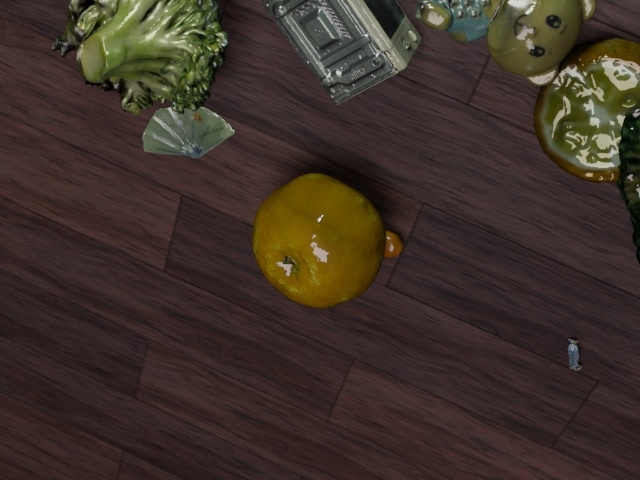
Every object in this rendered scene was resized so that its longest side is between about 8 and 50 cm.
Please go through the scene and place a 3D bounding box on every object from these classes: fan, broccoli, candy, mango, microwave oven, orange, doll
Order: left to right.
[{"bbox_3d":[-0.335,-0.398,1.893,0.334,0.272,0.324,-9,82,36],"label":"broccoli"},{"bbox_3d":[-0.292,-0.229,2.134,0.240,0.009,0.131,-9,119,29],"label":"fan"},{"bbox_3d":[0.000,0.000,2.029,0.279,0.235,0.279,19,128,27],"label":"orange"},{"bbox_3d":[0.032,-0.390,1.783,0.194,0.145,0.240,-25,113,32],"label":"microwave oven"},{"bbox_3d":[0.131,0.002,2.106,0.089,0.046,0.060,31,130,15],"label":"mango"},{"bbox_3d":[0.306,-0.381,1.658,0.261,0.161,0.177,28,110,3],"label":"doll"},{"bbox_3d":[0.540,0.243,2.128,0.030,0.020,0.083,5,125,20],"label":"candy"},{"bbox_3d":[0.497,-0.220,1.729,0.260,0.118,0.260,10,127,14],"label":"candy"}]

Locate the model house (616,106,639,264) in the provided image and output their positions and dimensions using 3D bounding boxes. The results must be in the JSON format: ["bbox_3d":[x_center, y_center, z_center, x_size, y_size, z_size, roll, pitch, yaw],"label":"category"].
[{"bbox_3d":[0.716,0.020,1.574,0.395,0.400,0.445,-13,127,4],"label":"model house"}]
